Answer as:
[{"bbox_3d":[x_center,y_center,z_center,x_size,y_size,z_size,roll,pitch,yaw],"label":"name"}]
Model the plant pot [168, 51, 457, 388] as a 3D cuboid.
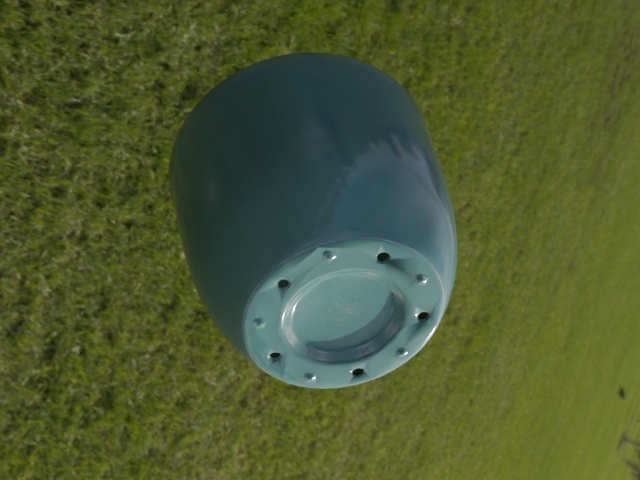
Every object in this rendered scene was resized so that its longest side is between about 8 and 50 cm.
[{"bbox_3d":[0.000,0.000,0.731,0.235,0.293,0.293,-105,-172,-50],"label":"plant pot"}]
